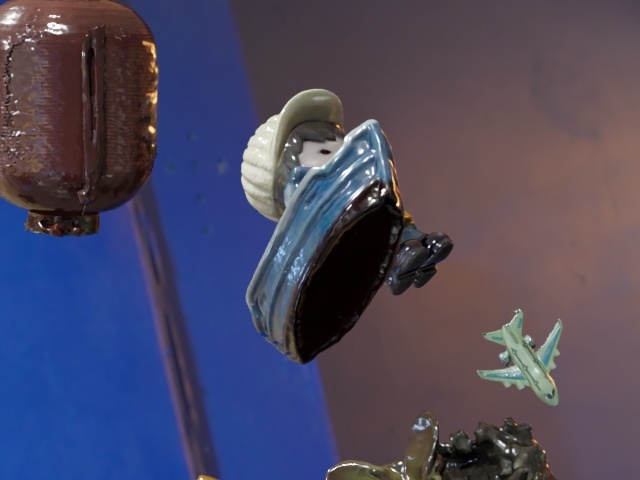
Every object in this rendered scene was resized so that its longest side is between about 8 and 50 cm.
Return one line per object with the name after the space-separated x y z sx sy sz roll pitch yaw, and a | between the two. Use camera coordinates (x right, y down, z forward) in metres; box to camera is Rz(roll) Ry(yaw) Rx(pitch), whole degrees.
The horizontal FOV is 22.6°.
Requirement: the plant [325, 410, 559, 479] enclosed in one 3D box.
0.155 0.284 1.683 0.204 0.178 0.234 -6 -44 48 | plant

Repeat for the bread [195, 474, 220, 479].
-0.045 0.365 1.058 0.333 0.323 0.143 -49 12 14 | bread

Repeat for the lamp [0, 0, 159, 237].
-0.235 -0.131 1.497 0.180 0.258 0.180 2 9 0 | lamp

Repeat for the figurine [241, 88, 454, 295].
0.022 -0.049 2.312 0.204 0.332 0.185 -44 -17 34 | figurine

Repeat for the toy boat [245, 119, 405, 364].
0.000 0.000 1.677 0.129 0.142 0.309 2 -48 -31 | toy boat

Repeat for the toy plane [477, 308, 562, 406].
0.169 0.100 1.308 0.080 0.083 0.033 -32 -4 -8 | toy plane
